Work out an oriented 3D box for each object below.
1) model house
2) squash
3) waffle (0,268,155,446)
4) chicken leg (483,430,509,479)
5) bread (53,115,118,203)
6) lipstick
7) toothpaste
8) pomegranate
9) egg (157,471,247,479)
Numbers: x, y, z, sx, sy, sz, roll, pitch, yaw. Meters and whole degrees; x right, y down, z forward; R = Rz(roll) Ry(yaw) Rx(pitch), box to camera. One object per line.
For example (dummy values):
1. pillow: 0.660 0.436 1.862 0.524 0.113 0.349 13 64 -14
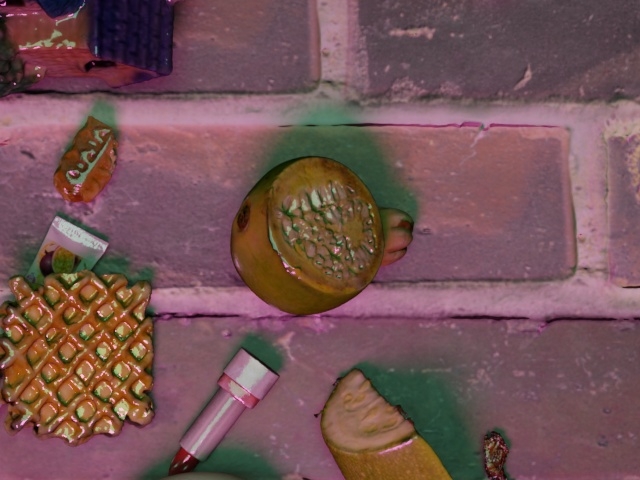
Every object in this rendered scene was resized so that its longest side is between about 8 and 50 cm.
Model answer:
1. model house: -0.306 -0.318 1.617 0.280 0.312 0.245 1 80 0
2. squash: 0.113 0.326 1.689 0.111 0.203 0.288 -38 121 -7
3. waffle: -0.312 0.148 1.665 0.204 0.054 0.223 0 90 -23
4. chicken leg: 0.227 0.287 1.702 0.036 0.021 0.083 -11 84 -13
5. bread: -0.300 -0.098 1.713 0.066 0.060 0.110 34 81 -29
6. lipstick: -0.133 0.227 1.682 0.063 0.057 0.186 38 88 3
7. toothpaste: -0.382 0.121 1.689 0.058 0.056 0.314 38 76 -40
8. pomegranate: -0.010 -0.010 1.674 0.241 0.159 0.190 -37 94 -34
9. egg: -0.152 0.358 1.612 0.209 0.151 0.151 -2 83 1
